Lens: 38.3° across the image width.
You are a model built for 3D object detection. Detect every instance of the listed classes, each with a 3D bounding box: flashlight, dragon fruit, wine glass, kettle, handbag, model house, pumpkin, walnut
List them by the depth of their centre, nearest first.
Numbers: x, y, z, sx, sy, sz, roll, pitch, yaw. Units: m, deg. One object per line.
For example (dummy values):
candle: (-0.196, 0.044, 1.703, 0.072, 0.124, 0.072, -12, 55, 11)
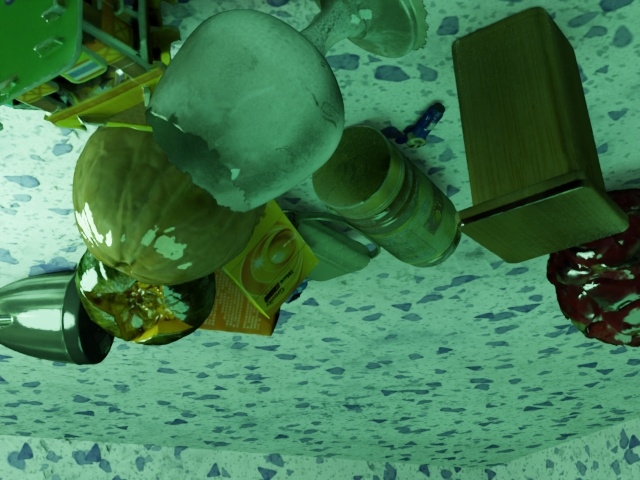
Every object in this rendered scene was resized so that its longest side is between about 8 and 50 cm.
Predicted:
wine glass: (-0.048, -0.201, 1.128, 0.238, 0.323, 0.238, 36, 163, 13)
model house: (-0.340, -0.209, 1.210, 0.358, 0.242, 0.313, -20, 153, 26)
walnut: (-0.224, -0.082, 1.405, 0.277, 0.313, 0.252, 18, 152, 9)
flashlight: (0.172, -0.186, 1.536, 0.057, 0.035, 0.121, 8, 152, -20)
pumpkin: (-0.298, 0.072, 1.584, 0.238, 0.159, 0.238, 5, 130, 6)
dragon fruit: (0.596, 0.055, 1.788, 0.329, 0.329, 0.329, -3, 154, -1)
handbag: (0.000, 0.000, 1.835, 0.219, 0.079, 0.256, -16, 151, 37)
kettle: (-0.601, 0.151, 2.010, 0.271, 0.250, 0.207, 0, 125, 9)

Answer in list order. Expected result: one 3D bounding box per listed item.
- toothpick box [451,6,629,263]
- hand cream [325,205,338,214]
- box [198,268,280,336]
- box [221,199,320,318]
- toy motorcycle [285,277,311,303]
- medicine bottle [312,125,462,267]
toothpick box: (0.295, -0.151, 1.310, 0.187, 0.308, 0.190, -20, 150, 30)
hand cream: (0.019, -0.098, 1.709, 0.061, 0.039, 0.143, 2, 147, 13)
box: (-0.267, 0.086, 1.821, 0.341, 0.143, 0.225, 9, -175, -22)
box: (-0.109, 0.017, 1.667, 0.152, 0.043, 0.269, -47, 142, -11)
toy motorcycle: (-0.072, 0.091, 2.043, 0.114, 0.076, 0.205, 2, 153, -31)
medicine bottle: (0.129, -0.067, 1.643, 0.151, 0.151, 0.322, -17, 151, 26)
